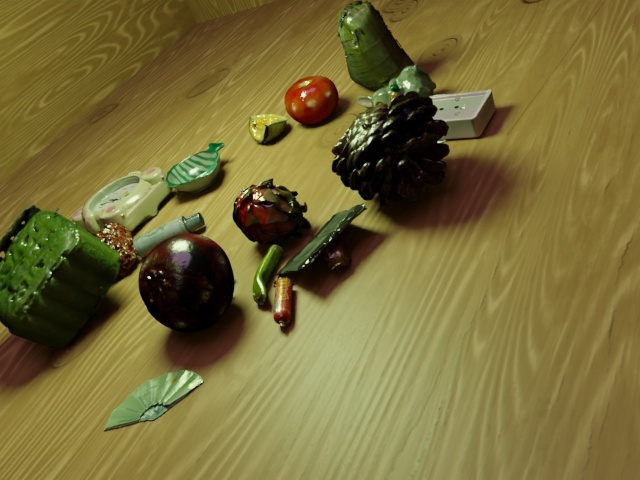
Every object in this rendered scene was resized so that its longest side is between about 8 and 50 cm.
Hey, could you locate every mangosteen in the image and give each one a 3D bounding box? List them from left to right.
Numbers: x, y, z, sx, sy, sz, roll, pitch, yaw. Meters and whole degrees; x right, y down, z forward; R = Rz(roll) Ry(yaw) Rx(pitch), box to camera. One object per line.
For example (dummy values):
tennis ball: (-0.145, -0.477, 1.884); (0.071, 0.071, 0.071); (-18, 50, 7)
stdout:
mangosteen: (-0.294, 0.102, 1.540); (0.236, 0.235, 0.261); (-4, -5, 32)

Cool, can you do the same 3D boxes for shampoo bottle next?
shampoo bottle: (-0.447, -0.021, 1.922); (0.214, 0.072, 0.072); (-24, 32, 4)

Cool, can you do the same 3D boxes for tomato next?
tomato: (-0.029, -0.475, 2.198); (0.195, 0.136, 0.195); (-20, 30, 12)

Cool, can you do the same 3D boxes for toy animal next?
toy animal: (0.226, -0.441, 2.009); (0.251, 0.127, 0.125); (-19, 42, 39)

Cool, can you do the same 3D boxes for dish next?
dish: (-0.403, -0.227, 2.171); (0.224, 0.078, 0.246); (7, 46, 42)

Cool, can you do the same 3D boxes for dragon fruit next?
dragon fruit: (-0.135, -0.071, 1.673); (0.189, 0.182, 0.182); (-21, 28, 46)

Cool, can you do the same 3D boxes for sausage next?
sausage: (-0.086, 0.142, 1.448); (0.050, 0.048, 0.145); (13, 36, -9)

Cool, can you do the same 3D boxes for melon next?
melon: (-0.174, -0.388, 2.247); (0.128, 0.079, 0.160); (-19, 27, -22)

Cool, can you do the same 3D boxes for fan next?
fan: (-0.363, 0.341, 1.402); (0.240, 0.009, 0.131); (-27, 30, 1)

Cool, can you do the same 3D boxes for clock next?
clock: (-0.680, -0.125, 2.199); (0.310, 0.114, 0.284); (0, 43, 38)
clock: (0.365, -0.343, 1.782); (0.197, 0.063, 0.150); (2, 43, 37)

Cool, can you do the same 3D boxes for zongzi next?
zongzi: (0.125, -0.646, 2.171); (0.160, 0.323, 0.360); (-42, 30, -9)

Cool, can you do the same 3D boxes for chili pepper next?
chili pepper: (-0.133, 0.084, 1.562); (0.050, 0.051, 0.201); (12, 39, 2)

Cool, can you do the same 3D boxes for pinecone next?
pinecone: (0.181, -0.214, 1.571); (0.298, 0.242, 0.296); (-43, 31, 13)

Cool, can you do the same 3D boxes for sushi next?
sushi: (0.036, 0.035, 1.506); (0.060, 0.061, 0.118); (-27, 11, 16)

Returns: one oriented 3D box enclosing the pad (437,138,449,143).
pad: (0.327, -0.310, 1.826); (0.232, 0.004, 0.156); (-21, 33, 10)

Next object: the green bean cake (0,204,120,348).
green bean cake: (-0.739, 0.088, 1.763); (0.319, 0.218, 0.335); (20, 78, 45)

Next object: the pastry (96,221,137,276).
pastry: (-0.616, 0.025, 1.946); (0.097, 0.115, 0.208); (-45, 37, 9)

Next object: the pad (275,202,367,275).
pad: (0.000, -0.001, 1.550); (0.233, 0.022, 0.174); (-44, 11, -23)
